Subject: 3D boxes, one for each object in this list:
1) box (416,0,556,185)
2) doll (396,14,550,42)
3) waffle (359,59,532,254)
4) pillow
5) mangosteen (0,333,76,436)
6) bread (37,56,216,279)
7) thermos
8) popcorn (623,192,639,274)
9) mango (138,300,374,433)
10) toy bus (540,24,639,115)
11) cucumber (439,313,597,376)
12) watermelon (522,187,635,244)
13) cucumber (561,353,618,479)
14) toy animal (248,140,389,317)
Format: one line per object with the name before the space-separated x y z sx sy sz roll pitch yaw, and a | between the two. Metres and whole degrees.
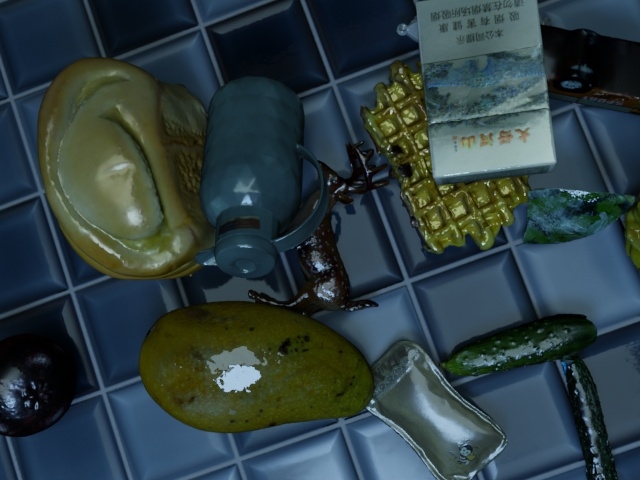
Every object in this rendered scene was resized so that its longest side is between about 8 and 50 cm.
box | 0.228 -0.215 0.985 0.164 0.069 0.256 -6 83 13
doll | 0.230 -0.337 1.078 0.227 0.057 0.114 -14 88 1
waffle | 0.187 -0.135 1.058 0.283 0.065 0.309 18 83 4
pillow | 0.159 0.256 1.033 0.217 0.033 0.130 45 102 7
mangosteen | -0.441 0.213 1.043 0.153 0.152 0.152 0 84 5
bread | -0.278 -0.086 0.999 0.211 0.270 0.315 -17 89 17
thermos | -0.079 -0.085 0.973 0.182 0.145 0.286 -12 53 13
popcorn | 0.532 -0.016 0.958 0.217 0.181 0.235 -15 89 0
mango | -0.089 0.182 0.998 0.330 0.176 0.175 2 53 7
toy bus | 0.488 -0.229 1.026 0.409 0.092 0.093 14 84 6
cucumber | 0.283 0.156 1.019 0.228 0.069 0.069 -17 83 6
watermelon | 0.353 -0.050 0.992 0.155 0.101 0.080 7 56 46
cucumber | 0.391 0.285 1.010 0.044 0.043 0.256 -11 83 -1
toy animal | 0.000 -0.003 1.063 0.260 0.087 0.243 -20 96 2
